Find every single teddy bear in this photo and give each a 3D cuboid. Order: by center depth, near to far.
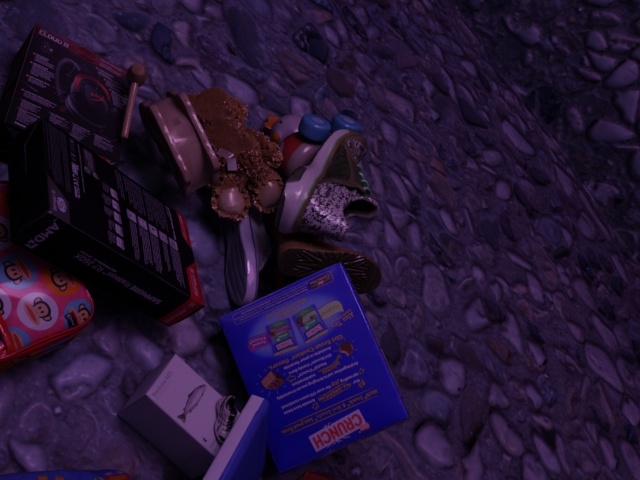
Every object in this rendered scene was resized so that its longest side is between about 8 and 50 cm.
[{"bbox_3d":[-0.199,-0.178,1.692,0.245,0.113,0.338,-33,68,-24],"label":"teddy bear"}]

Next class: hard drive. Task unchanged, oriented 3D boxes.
[{"bbox_3d":[-0.167,0.437,1.261,0.040,0.210,0.319,17,40,12],"label":"hard drive"}]

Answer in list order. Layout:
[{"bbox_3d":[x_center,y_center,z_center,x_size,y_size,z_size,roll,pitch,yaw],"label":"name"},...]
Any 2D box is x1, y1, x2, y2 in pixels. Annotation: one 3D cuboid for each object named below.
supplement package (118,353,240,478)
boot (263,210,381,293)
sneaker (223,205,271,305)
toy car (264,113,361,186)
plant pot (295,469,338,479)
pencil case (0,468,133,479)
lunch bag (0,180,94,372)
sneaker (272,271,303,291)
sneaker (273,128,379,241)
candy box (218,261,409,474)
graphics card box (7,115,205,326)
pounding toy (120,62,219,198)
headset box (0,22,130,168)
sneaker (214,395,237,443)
[{"bbox_3d":[-0.238,0.307,1.345,0.179,0.105,0.105,45,41,-12],"label":"supplement package"},{"bbox_3d":[0.000,0.000,1.677,0.236,0.089,0.269,18,21,-16],"label":"boot"},{"bbox_3d":[-0.146,0.024,1.645,0.091,0.094,0.258,17,52,-32],"label":"sneaker"},{"bbox_3d":[-0.064,-0.235,1.873,0.210,0.219,0.238,-10,41,-48],"label":"toy car"},{"bbox_3d":[-0.010,0.555,1.302,0.235,0.267,0.267,39,40,3],"label":"plant pot"},{"bbox_3d":[-0.406,0.398,1.098,0.306,0.119,0.133,10,34,-40],"label":"pencil case"},{"bbox_3d":[-0.531,0.063,1.221,0.258,0.120,0.293,-25,81,-47],"label":"lunch bag"},{"bbox_3d":[-0.006,0.173,1.651,0.097,0.135,0.276,-2,66,-48],"label":"sneaker"},{"bbox_3d":[0.046,-0.102,1.672,0.182,0.158,0.410,28,37,7],"label":"sneaker"},{"bbox_3d":[-0.010,0.245,1.481,0.122,0.268,0.317,49,17,-73],"label":"candy box"},{"bbox_3d":[-0.364,-0.023,1.337,0.371,0.094,0.233,41,22,-49],"label":"graphics card box"},{"bbox_3d":[-0.324,-0.207,1.540,0.154,0.154,0.270,-27,95,-18],"label":"pounding toy"},{"bbox_3d":[-0.488,-0.259,1.486,0.218,0.110,0.293,25,48,-32],"label":"headset box"},{"bbox_3d":[-0.159,0.304,1.314,0.031,0.037,0.083,18,53,-40],"label":"sneaker"}]
